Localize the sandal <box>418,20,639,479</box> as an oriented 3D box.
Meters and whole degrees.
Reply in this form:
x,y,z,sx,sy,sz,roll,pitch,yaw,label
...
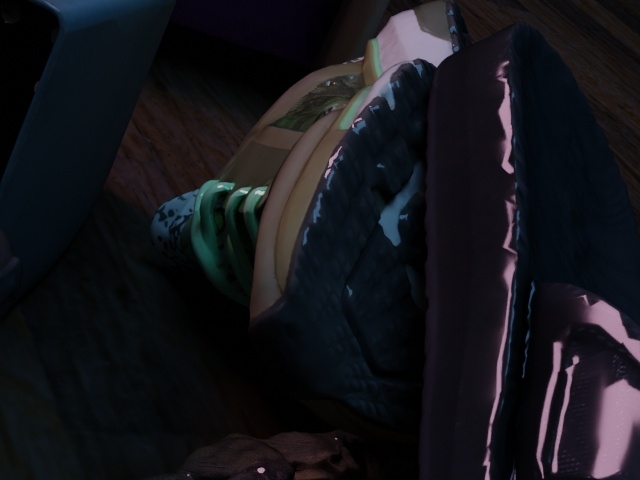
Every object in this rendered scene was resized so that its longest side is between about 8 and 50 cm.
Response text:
x,y,z,sx,sy,sz,roll,pitch,yaw,label
0.108,0.087,0.422,0.167,0.107,0.446,44,34,-42,sandal

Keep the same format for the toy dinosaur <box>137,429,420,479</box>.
x,y,z,sx,sy,sz,roll,pitch,yaw,label
-0.021,0.104,0.517,0.268,0.064,0.118,2,17,-40,toy dinosaur

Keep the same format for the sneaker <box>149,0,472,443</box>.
x,y,z,sx,sy,sz,roll,pitch,yaw,label
0.000,0.000,0.656,0.410,0.182,0.158,-59,127,-72,sneaker

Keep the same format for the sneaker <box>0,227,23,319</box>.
x,y,z,sx,sy,sz,roll,pitch,yaw,label
-0.204,-0.047,0.365,0.271,0.108,0.100,27,23,4,sneaker

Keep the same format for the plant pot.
x,y,z,sx,sy,sz,roll,pitch,yaw,label
-0.170,-0.080,0.637,0.166,0.165,0.234,27,20,5,plant pot

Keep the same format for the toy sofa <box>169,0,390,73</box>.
x,y,z,sx,sy,sz,roll,pitch,yaw,label
-0.123,-0.224,0.961,0.362,0.150,0.177,17,31,-15,toy sofa
